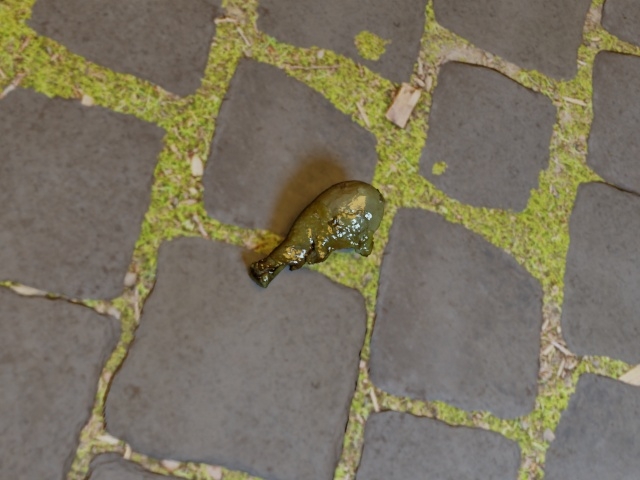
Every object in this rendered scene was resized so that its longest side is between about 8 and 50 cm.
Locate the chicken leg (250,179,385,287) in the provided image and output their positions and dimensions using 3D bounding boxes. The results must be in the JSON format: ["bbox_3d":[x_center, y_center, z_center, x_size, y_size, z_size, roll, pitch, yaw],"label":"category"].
[{"bbox_3d":[0.000,0.000,0.802,0.178,0.070,0.093,-33,92,-16],"label":"chicken leg"}]
